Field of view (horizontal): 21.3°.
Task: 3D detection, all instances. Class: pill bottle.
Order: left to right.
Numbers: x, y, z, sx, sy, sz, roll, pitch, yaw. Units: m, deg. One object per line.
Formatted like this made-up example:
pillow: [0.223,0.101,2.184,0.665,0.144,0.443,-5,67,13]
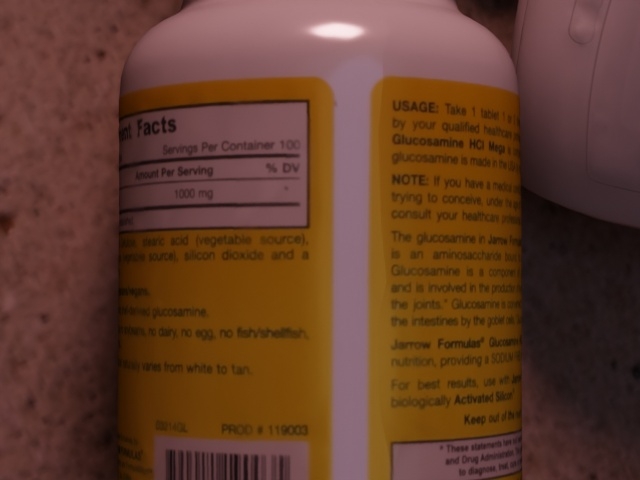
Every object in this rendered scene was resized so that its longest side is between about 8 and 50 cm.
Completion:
pill bottle: [0.000,0.000,0.788,0.188,0.188,0.334,1,88,-20]

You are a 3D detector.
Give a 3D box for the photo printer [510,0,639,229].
photo printer: [0.256,-0.110,0.869,0.307,0.107,0.256,11,112,-8]
